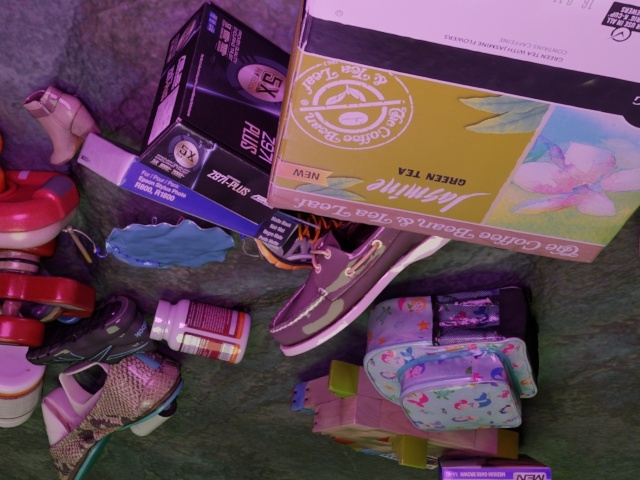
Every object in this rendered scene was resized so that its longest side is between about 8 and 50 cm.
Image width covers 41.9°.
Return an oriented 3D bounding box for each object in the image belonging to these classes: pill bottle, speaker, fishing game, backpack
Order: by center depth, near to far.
[{"bbox_3d":[-0.210,0.000,1.179,0.264,0.041,0.189,-2,160,1],"label":"fishing game"},{"bbox_3d":[0.193,0.180,1.268,0.254,0.191,0.225,-1,145,21],"label":"backpack"},{"bbox_3d":[-0.195,0.144,1.358,0.152,0.086,0.086,15,144,-10],"label":"pill bottle"},{"bbox_3d":[-0.582,0.266,1.570,0.121,0.121,0.221,16,145,-12],"label":"pill bottle"},{"bbox_3d":[-0.345,0.357,1.716,0.055,0.055,0.136,23,142,-21],"label":"speaker"}]

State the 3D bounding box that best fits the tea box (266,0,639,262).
[{"bbox_3d":[0.144,-0.174,0.728,0.329,0.220,0.323,10,146,-5],"label":"tea box"}]

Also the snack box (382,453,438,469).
[{"bbox_3d":[0.178,0.452,1.787,0.178,0.022,0.064,19,145,-17],"label":"snack box"}]

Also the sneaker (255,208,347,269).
[{"bbox_3d":[0.000,0.000,1.131,0.215,0.084,0.083,22,140,-35],"label":"sneaker"}]

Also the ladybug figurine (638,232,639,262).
[{"bbox_3d":[0.613,0.061,1.032,0.449,0.162,0.305,15,144,-11],"label":"ladybug figurine"}]

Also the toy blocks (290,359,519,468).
[{"bbox_3d":[0.122,0.319,1.498,0.381,0.190,0.261,17,156,-23],"label":"toy blocks"}]

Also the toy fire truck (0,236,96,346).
[{"bbox_3d":[-0.484,0.080,1.283,0.302,0.169,0.254,2,169,9],"label":"toy fire truck"}]

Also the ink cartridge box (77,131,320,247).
[{"bbox_3d":[-0.146,-0.053,0.971,0.223,0.045,0.224,21,-178,-33],"label":"ink cartridge box"}]

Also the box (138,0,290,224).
[{"bbox_3d":[-0.091,-0.131,0.863,0.147,0.180,0.077,30,137,-28],"label":"box"}]

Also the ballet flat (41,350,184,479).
[{"bbox_3d":[-0.438,0.320,1.624,0.182,0.164,0.483,40,132,-8],"label":"ballet flat"}]

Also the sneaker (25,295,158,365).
[{"bbox_3d":[-0.392,0.178,1.417,0.267,0.101,0.106,-17,130,32],"label":"sneaker"}]

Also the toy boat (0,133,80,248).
[{"bbox_3d":[-0.430,-0.081,1.062,0.231,0.151,0.151,3,115,5],"label":"toy boat"}]

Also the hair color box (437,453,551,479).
[{"bbox_3d":[0.312,0.455,1.545,0.185,0.110,0.339,-2,171,6],"label":"hair color box"}]

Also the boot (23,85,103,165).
[{"bbox_3d":[-0.324,-0.142,1.020,0.118,0.042,0.087,-25,128,36],"label":"boot"}]

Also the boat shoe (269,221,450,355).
[{"bbox_3d":[0.047,0.016,1.043,0.324,0.116,0.097,-41,110,16],"label":"boat shoe"}]
